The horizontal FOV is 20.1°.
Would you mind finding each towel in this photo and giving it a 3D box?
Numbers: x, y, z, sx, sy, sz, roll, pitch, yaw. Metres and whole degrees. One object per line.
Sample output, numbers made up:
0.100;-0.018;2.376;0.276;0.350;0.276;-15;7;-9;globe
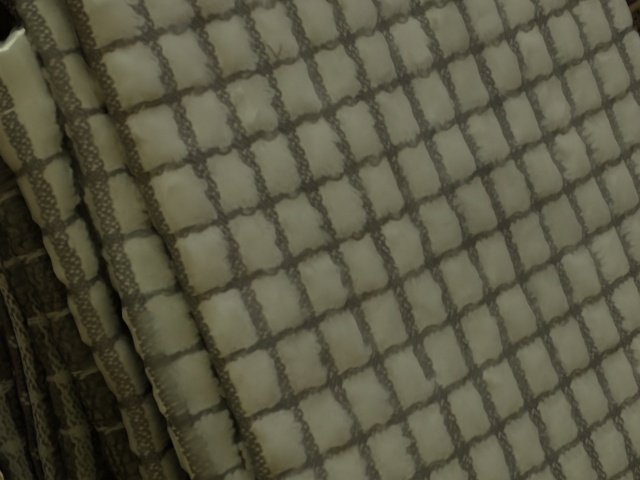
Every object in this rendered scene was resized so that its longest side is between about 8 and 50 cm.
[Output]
0.000;0.000;0.558;0.121;0.283;0.235;-16;9;46;towel

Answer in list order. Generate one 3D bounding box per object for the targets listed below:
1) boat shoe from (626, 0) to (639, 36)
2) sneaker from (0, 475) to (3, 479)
0.062;-0.024;0.865;0.340;0.158;0.127;-31;23;20;boat shoe
-0.136;0.084;0.514;0.103;0.111;0.252;25;11;-27;sneaker
